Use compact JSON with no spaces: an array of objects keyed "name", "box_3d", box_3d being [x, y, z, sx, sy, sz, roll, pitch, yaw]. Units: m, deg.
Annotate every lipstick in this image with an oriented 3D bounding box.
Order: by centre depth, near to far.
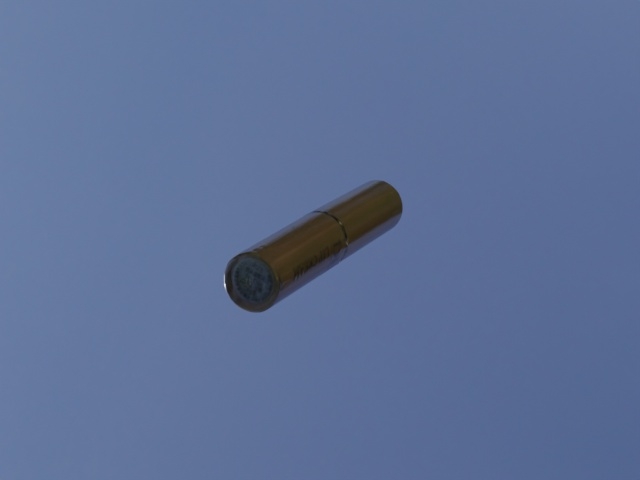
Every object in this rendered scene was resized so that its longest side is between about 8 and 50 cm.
[{"name":"lipstick","box_3d":[0.000,0.000,0.465,0.019,0.019,0.094,42,-152,9]}]
